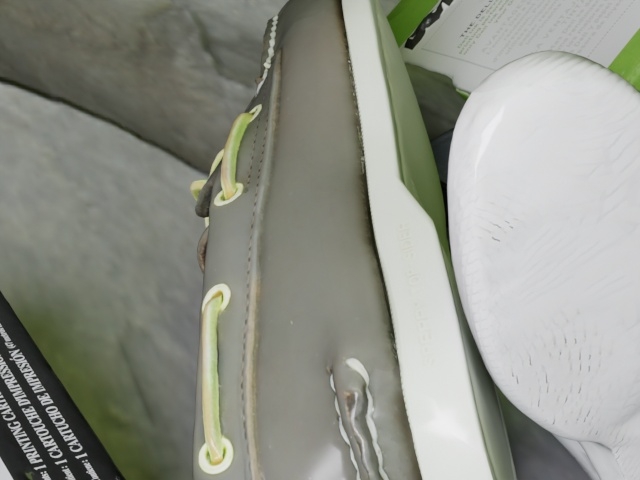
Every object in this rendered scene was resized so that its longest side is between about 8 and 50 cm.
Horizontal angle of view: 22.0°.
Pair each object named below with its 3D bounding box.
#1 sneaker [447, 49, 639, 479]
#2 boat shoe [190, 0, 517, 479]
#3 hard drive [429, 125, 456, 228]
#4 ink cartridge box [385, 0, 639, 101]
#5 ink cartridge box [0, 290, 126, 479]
[{"bbox_3d":[0.076,0.017,0.509,0.080,0.212,0.094,-36,42,-6],"label":"sneaker"},{"bbox_3d":[-0.001,-0.004,0.577,0.091,0.109,0.305,-18,34,7],"label":"boat shoe"},{"bbox_3d":[0.108,-0.030,0.727,0.094,0.022,0.135,30,37,26],"label":"hard drive"},{"bbox_3d":[0.140,-0.106,0.659,0.097,0.189,0.255,40,-1,-20],"label":"ink cartridge box"},{"bbox_3d":[-0.098,0.084,0.428,0.097,0.046,0.207,-12,39,-29],"label":"ink cartridge box"}]
